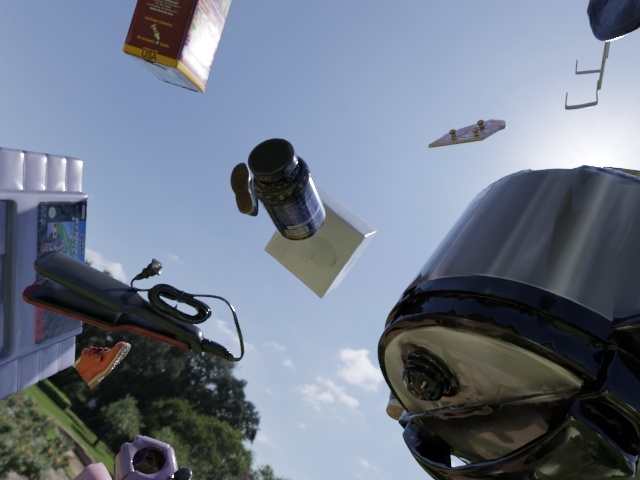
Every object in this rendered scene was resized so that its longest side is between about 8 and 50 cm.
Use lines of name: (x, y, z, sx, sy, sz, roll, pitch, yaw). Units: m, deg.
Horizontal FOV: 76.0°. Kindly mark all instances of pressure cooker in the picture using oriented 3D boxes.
pressure cooker: (0.282, 0.144, 0.555, 0.375, 0.420, 0.370, 15, -45, 38)

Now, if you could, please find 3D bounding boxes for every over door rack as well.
over door rack: (0.564, -0.432, 0.751, 0.108, 0.239, 0.325, 19, -46, 25)

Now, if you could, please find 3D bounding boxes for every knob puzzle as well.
knob puzzle: (0.425, -0.314, 1.149, 0.213, 0.213, 0.030, 1, -63, 47)

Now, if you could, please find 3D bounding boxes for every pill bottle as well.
pill bottle: (-0.070, -0.103, 0.859, 0.122, 0.123, 0.219, 26, -22, 27)

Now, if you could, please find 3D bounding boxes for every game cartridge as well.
game cartridge: (-0.442, 0.047, 0.589, 0.068, 0.230, 0.356, 8, -83, 14)

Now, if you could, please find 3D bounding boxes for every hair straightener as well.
hair straightener: (-0.181, 0.068, 0.430, 0.230, 0.047, 0.089, 27, -69, -11)

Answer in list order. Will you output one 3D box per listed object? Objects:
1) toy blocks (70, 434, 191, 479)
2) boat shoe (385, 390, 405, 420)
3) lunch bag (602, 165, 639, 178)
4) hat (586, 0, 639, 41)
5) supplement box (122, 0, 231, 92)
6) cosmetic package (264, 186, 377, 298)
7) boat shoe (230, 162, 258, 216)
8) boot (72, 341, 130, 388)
toy blocks: (-0.394, 0.389, 0.539, 0.260, 0.288, 0.309, 35, -69, 22)
boat shoe: (0.312, 0.416, 1.049, 0.284, 0.092, 0.103, -5, -47, 20)
lunch bag: (0.466, -0.071, 0.622, 0.083, 0.053, 0.071, 24, -78, 41)
hat: (0.411, -0.387, 0.423, 0.133, 0.332, 0.332, 1, -46, 8)
supplement box: (-0.191, -0.325, 0.579, 0.080, 0.188, 0.104, 18, 2, 4)
cosmetic package: (0.000, 0.000, 1.183, 0.224, 0.138, 0.224, 39, -69, 13)
boat shoe: (-0.185, -0.123, 1.014, 0.056, 0.152, 0.049, -20, -29, 15)
boot: (-0.519, 0.276, 0.965, 0.158, 0.059, 0.085, -40, -84, 16)
